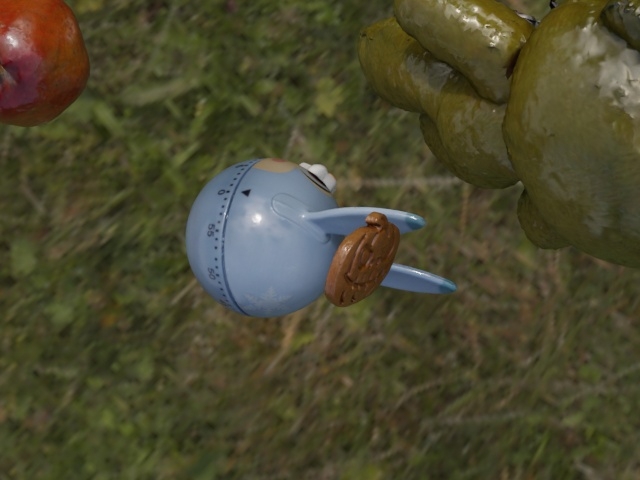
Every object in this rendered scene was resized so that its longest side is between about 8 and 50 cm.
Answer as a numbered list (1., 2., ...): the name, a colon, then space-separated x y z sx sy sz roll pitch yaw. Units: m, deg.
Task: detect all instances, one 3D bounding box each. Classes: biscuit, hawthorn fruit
1. biscuit: 0.035 0.014 1.367 0.015 0.091 0.078 29 117 23
2. hawthorn fruit: -0.275 -0.164 1.592 0.125 0.140 0.125 6 99 41

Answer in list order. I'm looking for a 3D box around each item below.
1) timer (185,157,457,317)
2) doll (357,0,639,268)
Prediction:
1. timer: -0.008 -0.015 1.746 0.255 0.175 0.175 -15 109 15
2. doll: 0.093 -0.058 0.717 0.209 0.097 0.137 26 149 58
